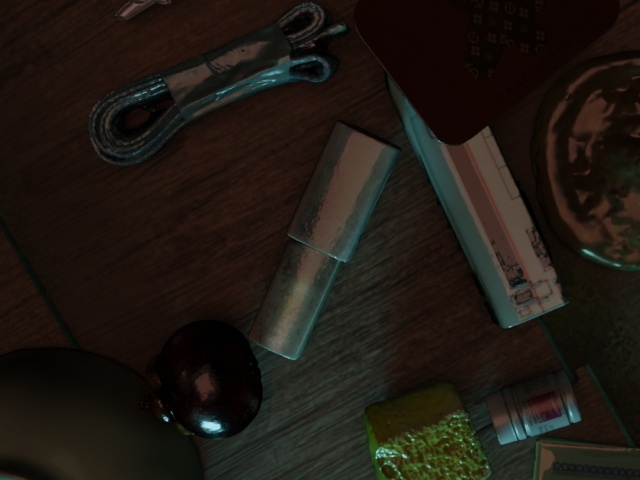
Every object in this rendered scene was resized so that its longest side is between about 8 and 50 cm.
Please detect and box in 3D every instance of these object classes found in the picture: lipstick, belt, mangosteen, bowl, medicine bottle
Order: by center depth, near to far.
[{"bbox_3d":[0.000,0.000,1.219,0.077,0.079,0.253,25,97,3],"label":"lipstick"},{"bbox_3d":[-0.107,-0.165,1.220,0.302,0.072,0.087,-23,89,10],"label":"belt"},{"bbox_3d":[0.228,0.179,1.224,0.091,0.058,0.058,-19,94,8],"label":"medicine bottle"},{"bbox_3d":[-0.132,0.155,1.229,0.140,0.140,0.140,1,96,6],"label":"mangosteen"},{"bbox_3d":[-0.312,0.304,1.231,0.354,0.185,0.354,1,96,6],"label":"bowl"}]

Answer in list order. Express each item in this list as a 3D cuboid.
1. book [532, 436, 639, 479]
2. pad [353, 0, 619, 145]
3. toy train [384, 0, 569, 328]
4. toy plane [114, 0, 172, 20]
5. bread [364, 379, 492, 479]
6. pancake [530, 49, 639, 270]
[{"bbox_3d":[0.332,0.377,1.254,0.217,0.021,0.310,4,96,6],"label":"book"},{"bbox_3d":[0.173,-0.232,1.155,0.267,0.004,0.181,-39,97,-17],"label":"pad"},{"bbox_3d":[0.139,-0.108,1.193,0.088,0.086,0.407,-24,92,11],"label":"toy train"},{"bbox_3d":[-0.163,-0.306,1.216,0.171,0.065,0.162,15,86,9],"label":"toy plane"},{"bbox_3d":[0.110,0.216,1.216,0.114,0.111,0.129,-23,111,3],"label":"bread"},{"bbox_3d":[0.332,-0.088,1.191,0.242,0.050,0.242,0,95,6],"label":"pancake"}]
